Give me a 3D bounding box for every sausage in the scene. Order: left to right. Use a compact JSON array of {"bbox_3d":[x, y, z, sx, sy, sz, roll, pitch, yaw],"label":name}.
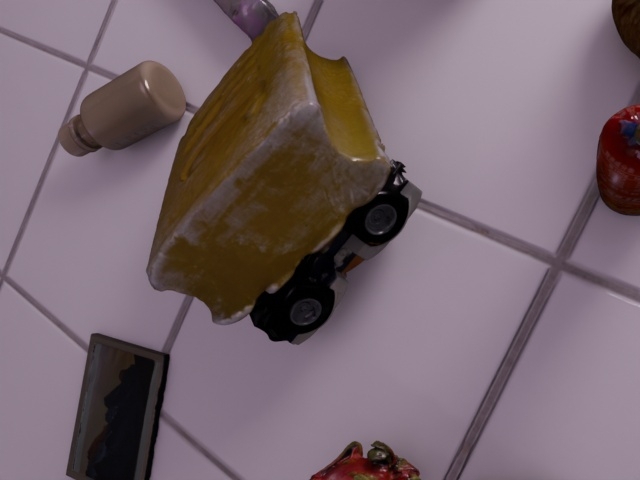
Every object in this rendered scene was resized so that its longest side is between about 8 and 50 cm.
[{"bbox_3d":[0.300,-0.072,0.465,0.074,0.274,0.074,-3,84,29],"label":"sausage"}]

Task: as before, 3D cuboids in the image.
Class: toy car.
[{"bbox_3d":[0.001,0.002,0.687,0.301,0.118,0.193,-55,34,12],"label":"toy car"}]

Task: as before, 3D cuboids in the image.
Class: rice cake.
[{"bbox_3d":[-0.204,-0.495,0.898,0.070,0.064,0.399,-47,65,20],"label":"rice cake"}]

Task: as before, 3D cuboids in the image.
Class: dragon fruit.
[{"bbox_3d":[0.042,0.334,0.605,0.172,0.166,0.160,-50,17,-21],"label":"dragon fruit"}]

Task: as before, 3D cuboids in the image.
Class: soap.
[{"bbox_3d":[-0.076,-0.105,0.641,0.293,0.156,0.335,-40,33,23],"label":"soap"}]

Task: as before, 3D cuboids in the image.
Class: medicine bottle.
[{"bbox_3d":[-0.377,-0.230,0.919,0.252,0.114,0.114,-19,74,23],"label":"medicine bottle"}]

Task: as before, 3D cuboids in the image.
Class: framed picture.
[{"bbox_3d":[-0.366,0.316,0.890,0.192,0.018,0.266,6,85,26],"label":"framed picture"}]

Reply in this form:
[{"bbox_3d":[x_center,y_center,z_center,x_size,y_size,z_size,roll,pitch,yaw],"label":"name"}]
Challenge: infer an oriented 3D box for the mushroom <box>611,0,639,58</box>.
[{"bbox_3d":[0.423,-0.274,0.472,0.267,0.254,0.267,12,103,62],"label":"mushroom"}]
